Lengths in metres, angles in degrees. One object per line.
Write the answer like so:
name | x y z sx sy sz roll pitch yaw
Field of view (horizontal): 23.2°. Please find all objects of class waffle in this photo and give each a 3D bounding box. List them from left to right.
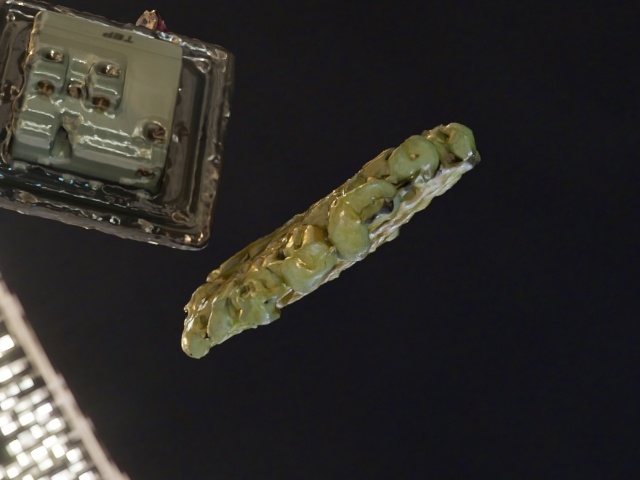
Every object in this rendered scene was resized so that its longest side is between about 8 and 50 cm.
waffle | 0.000 0.000 1.387 0.073 0.317 0.297 56 -16 1

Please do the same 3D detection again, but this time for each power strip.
power strip | -0.208 -0.132 1.498 0.092 0.257 0.251 116 -18 -46

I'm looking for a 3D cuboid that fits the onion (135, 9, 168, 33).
onion | -0.287 -0.114 1.836 0.146 0.280 0.314 47 -26 -19
